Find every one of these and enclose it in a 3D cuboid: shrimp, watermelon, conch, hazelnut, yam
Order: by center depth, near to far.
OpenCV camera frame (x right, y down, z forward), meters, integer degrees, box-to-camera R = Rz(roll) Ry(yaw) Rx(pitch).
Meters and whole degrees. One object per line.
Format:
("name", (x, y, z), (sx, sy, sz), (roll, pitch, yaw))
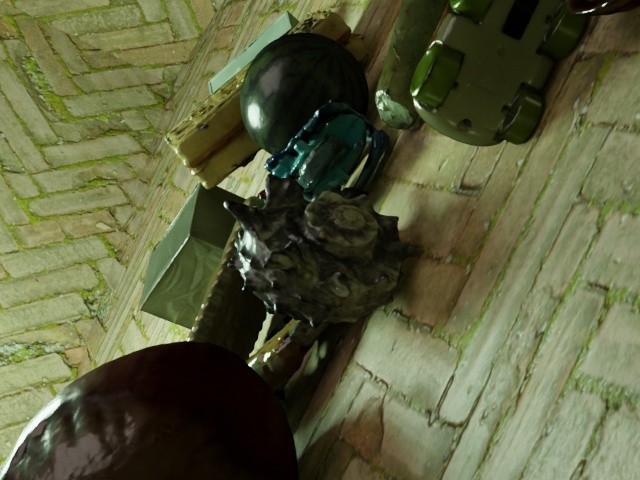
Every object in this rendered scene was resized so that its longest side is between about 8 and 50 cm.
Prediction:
("hazelnut", (-0.215, 0.318, 1.763), (0.421, 0.352, 0.421), (-61, -3, -6))
("conch", (0.010, 0.009, 1.767), (0.313, 0.240, 0.186), (-36, -55, -78))
("shrimp", (-0.072, 0.169, 1.993), (0.365, 0.071, 0.233), (-48, 5, 40))
("yam", (0.151, -0.326, 2.037), (0.083, 0.083, 0.372), (-42, 25, 55))
("watermelon", (-0.028, -0.226, 2.228), (0.212, 0.212, 0.212), (-57, 17, 28))

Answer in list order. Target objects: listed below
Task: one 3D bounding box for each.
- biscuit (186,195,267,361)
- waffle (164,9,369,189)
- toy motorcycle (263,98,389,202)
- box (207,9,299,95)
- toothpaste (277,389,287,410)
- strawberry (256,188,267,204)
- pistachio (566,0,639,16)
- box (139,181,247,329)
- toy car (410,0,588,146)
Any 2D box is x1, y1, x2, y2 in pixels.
("biscuit", (-0.136, 0.109, 2.147), (0.217, 0.044, 0.325), (65, -139, -58))
("waffle", (-0.100, -0.255, 2.456), (0.376, 0.114, 0.261), (-41, 12, -3))
("toy motorcycle", (-0.002, -0.094, 2.087), (0.206, 0.154, 0.260), (-48, -6, -43))
("box", (-0.110, -0.327, 2.739), (0.225, 0.086, 0.129), (-39, 35, 19))
("toothpaste", (-0.064, 0.224, 2.001), (0.037, 0.021, 0.140), (-57, 13, 8))
("strawberry", (-0.068, -0.040, 2.293), (0.106, 0.106, 0.106), (-57, 17, 28))
("pistachio", (0.302, -0.298, 1.391), (0.165, 0.130, 0.210), (-59, 24, 10))
("box", (-0.212, 0.035, 2.547), (0.231, 0.155, 0.149), (-50, 24, 39))
("toy car", (0.188, -0.229, 1.632), (0.235, 0.145, 0.235), (-59, 15, 28))
